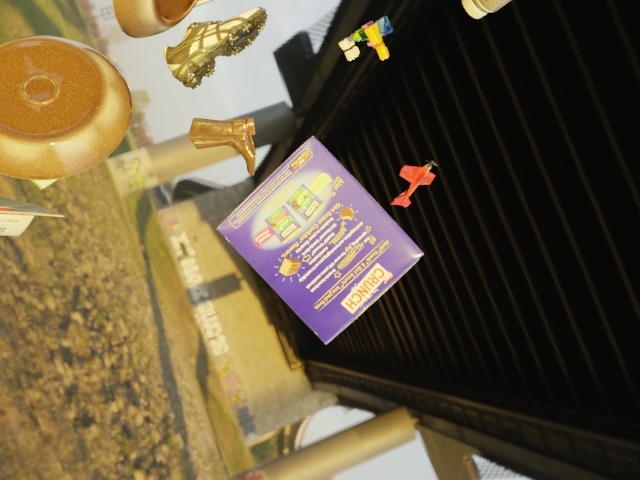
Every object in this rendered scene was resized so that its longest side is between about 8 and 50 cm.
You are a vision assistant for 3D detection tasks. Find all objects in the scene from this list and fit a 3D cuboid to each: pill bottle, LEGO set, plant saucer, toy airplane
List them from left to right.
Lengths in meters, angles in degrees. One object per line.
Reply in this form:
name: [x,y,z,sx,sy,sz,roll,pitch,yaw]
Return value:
plant saucer: [-0.316,-0.162,0.854,0.199,0.198,0.036,65,-21,20]
plant saucer: [-0.212,-0.445,1.130,0.050,0.311,0.311,23,-21,5]
LEGO set: [0.140,-0.521,1.990,0.093,0.087,0.227,64,33,-17]
toy airplane: [0.220,-0.133,1.797,0.028,0.151,0.151,53,-18,28]
pill bottle: [0.366,-0.525,1.571,0.137,0.078,0.078,-27,-97,48]

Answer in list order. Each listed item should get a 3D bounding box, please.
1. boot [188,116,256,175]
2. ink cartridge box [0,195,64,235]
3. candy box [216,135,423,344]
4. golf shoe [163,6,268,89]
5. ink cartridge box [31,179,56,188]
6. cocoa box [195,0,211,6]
boot: [-0.170,-0.162,1.306,0.037,0.114,0.107,-121,-152,-75]
ink cartridge box: [-0.736,-0.043,1.510,0.385,0.308,0.091,13,-83,47]
candy box: [0.000,0.000,1.503,0.317,0.268,0.122,47,4,0]
golf shoe: [-0.184,-0.354,1.300,0.094,0.198,0.077,50,-9,13]
ink cartridge box: [-0.516,-0.213,1.360,0.153,0.086,0.208,49,13,-33]
cocoa box: [-0.235,-0.708,1.758,0.347,0.227,0.232,-103,173,-64]
